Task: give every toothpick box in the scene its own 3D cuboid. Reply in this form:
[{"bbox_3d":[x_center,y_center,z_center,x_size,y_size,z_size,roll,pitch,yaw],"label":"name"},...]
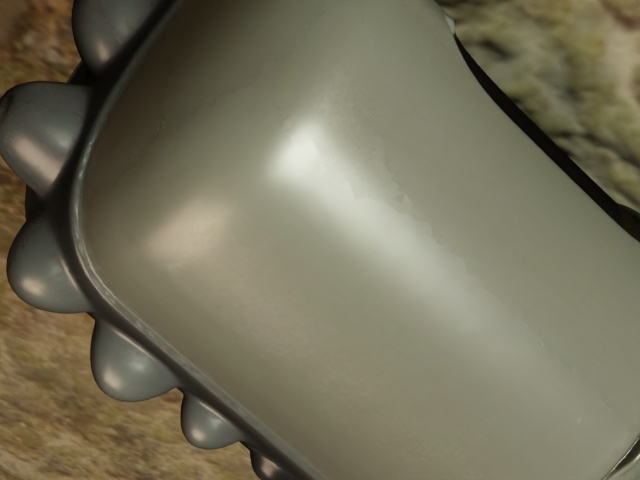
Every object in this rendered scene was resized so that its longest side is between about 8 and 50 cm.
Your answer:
[{"bbox_3d":[0.000,0.000,0.729,0.316,0.229,0.229,42,143,-26],"label":"toothpick box"}]
